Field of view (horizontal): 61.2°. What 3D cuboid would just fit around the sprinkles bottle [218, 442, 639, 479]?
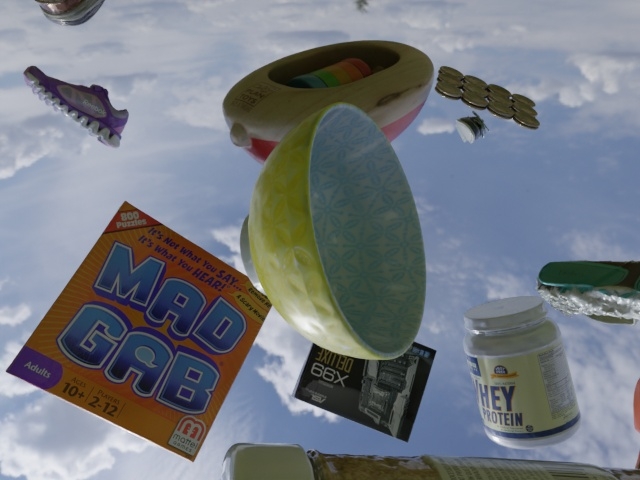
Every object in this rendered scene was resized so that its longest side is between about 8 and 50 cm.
[{"bbox_3d":[0.108,0.208,0.361,0.356,0.121,0.121,8,-152,-12],"label":"sprinkles bottle"}]

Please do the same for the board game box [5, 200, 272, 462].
[{"bbox_3d":[-0.375,0.199,1.136,0.356,0.356,0.356,-26,-146,60],"label":"board game box"}]

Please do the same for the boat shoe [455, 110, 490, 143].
[{"bbox_3d":[0.497,-0.367,1.766,0.079,0.095,0.254,-29,178,13],"label":"boat shoe"}]

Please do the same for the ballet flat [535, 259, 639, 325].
[{"bbox_3d":[0.613,0.107,1.034,0.147,0.146,0.409,-22,-168,-28],"label":"ballet flat"}]

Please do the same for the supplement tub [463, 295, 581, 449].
[{"bbox_3d":[0.495,0.322,1.355,0.236,0.324,0.235,-15,-178,0],"label":"supplement tub"}]

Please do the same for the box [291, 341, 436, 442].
[{"bbox_3d":[0.110,0.337,1.371,0.308,0.076,0.242,24,-107,-4],"label":"box"}]

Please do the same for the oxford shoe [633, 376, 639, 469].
[{"bbox_3d":[0.436,0.292,0.640,0.097,0.271,0.098,-2,172,-2],"label":"oxford shoe"}]

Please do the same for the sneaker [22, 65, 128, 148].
[{"bbox_3d":[-0.524,-0.308,1.186,0.095,0.236,0.104,21,-104,55],"label":"sneaker"}]

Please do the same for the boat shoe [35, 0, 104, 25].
[{"bbox_3d":[-0.356,-0.499,0.851,0.123,0.116,0.324,19,-102,15],"label":"boat shoe"}]

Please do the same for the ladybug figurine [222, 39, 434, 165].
[{"bbox_3d":[0.021,-0.245,1.002,0.449,0.161,0.305,-29,-138,-30],"label":"ladybug figurine"}]

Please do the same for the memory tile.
[{"bbox_3d":[0.228,-0.197,0.742,0.148,0.012,0.113,21,-143,0],"label":"memory tile"}]

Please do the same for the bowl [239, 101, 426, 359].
[{"bbox_3d":[0.000,0.000,0.643,0.156,0.289,0.289,-13,-157,31],"label":"bowl"}]
